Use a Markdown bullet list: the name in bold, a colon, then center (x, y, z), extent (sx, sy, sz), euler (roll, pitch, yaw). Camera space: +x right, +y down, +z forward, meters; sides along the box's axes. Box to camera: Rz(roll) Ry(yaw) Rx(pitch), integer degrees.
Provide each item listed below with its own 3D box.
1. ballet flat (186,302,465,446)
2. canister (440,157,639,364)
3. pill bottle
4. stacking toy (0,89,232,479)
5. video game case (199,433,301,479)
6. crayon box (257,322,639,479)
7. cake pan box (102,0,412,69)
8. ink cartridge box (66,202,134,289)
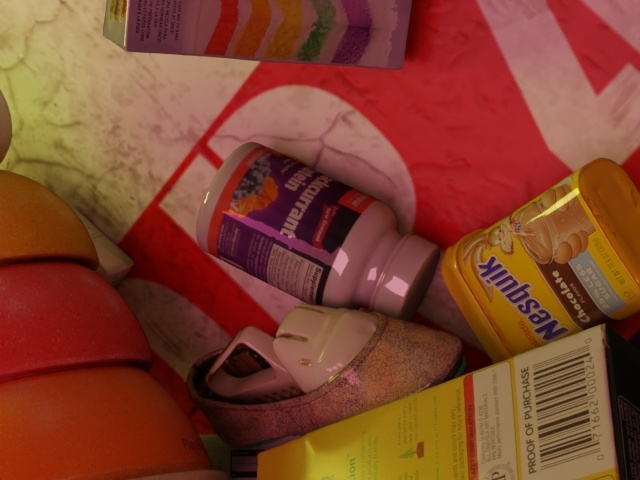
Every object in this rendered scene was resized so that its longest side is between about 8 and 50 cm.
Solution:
- **ballet flat**: center (-0.016, 0.110, 1.152), extent (0.106, 0.107, 0.316), euler (48, 140, -16)
- **canister**: center (0.191, 0.023, 1.095), extent (0.170, 0.073, 0.126), euler (-37, 82, 48)
- **pill bottle**: center (0.000, 0.000, 1.182), extent (0.193, 0.108, 0.108), euler (26, 109, 15)
- **stacking toy**: center (-0.290, 0.062, 1.198), extent (0.350, 0.350, 0.480), euler (-21, 74, 24)
- **video game case**: center (-0.115, 0.287, 1.295), extent (0.227, 0.026, 0.206), euler (-5, 78, 22)
- **crayon box**: center (0.092, 0.206, 0.979), extent (0.318, 0.081, 0.202), euler (-24, 48, 32)
- **cake pan box**: center (-0.035, -0.275, 1.085), extent (0.070, 0.246, 0.267), euler (-144, 59, -60)
- **ink cartridge box**: center (-0.316, 0.021, 1.346), extent (0.225, 0.056, 0.181), euler (42, 113, 13)
